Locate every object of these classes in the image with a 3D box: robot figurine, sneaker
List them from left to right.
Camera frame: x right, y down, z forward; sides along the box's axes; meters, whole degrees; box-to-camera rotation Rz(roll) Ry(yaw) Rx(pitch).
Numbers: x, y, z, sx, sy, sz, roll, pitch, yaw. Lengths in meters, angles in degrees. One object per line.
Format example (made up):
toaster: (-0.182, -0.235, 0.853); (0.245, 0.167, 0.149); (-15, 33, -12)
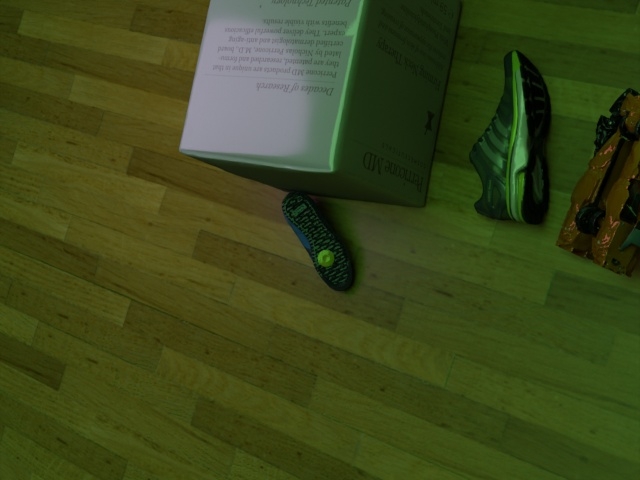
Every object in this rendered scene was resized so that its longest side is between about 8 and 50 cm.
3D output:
sneaker: (0.000, 0.000, 1.864); (0.069, 0.082, 0.209); (-32, 82, 3)
sneaker: (0.309, -0.173, 1.671); (0.121, 0.111, 0.300); (-3, 77, 36)
robot figurine: (0.474, -0.100, 1.533); (0.291, 0.085, 0.211); (-66, 21, 6)

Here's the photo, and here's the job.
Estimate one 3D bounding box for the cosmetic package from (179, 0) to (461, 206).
cosmetic package: (0.008, -0.290, 1.748); (0.327, 0.329, 0.394); (9, 86, 33)
